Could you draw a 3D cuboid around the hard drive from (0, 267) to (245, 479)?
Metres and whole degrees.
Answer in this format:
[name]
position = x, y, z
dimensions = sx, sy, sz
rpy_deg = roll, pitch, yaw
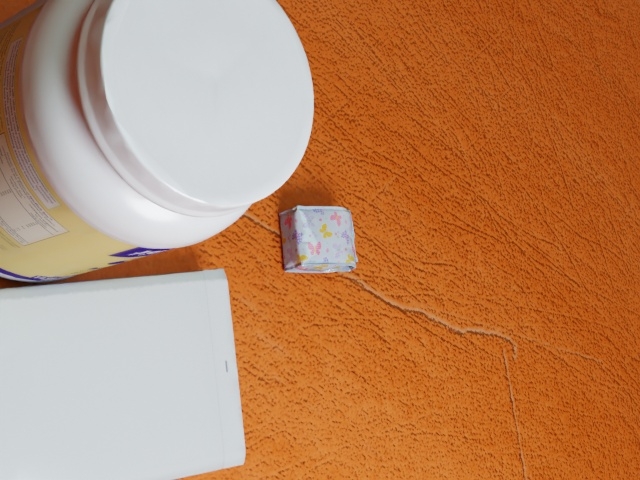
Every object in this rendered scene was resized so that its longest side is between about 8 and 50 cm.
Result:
[hard drive]
position = -0.212, 0.139, 1.271
dimensions = 0.307, 0.040, 0.203
rpy_deg = -5, 87, -41

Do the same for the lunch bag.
[lunch bag]
position = 0.000, 0.000, 1.477
dimensions = 0.083, 0.053, 0.071
rpy_deg = -1, 80, -31

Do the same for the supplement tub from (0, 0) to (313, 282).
[supplement tub]
position = -0.187, -0.100, 1.153
dimensions = 0.241, 0.331, 0.241
rpy_deg = 9, 76, -39
